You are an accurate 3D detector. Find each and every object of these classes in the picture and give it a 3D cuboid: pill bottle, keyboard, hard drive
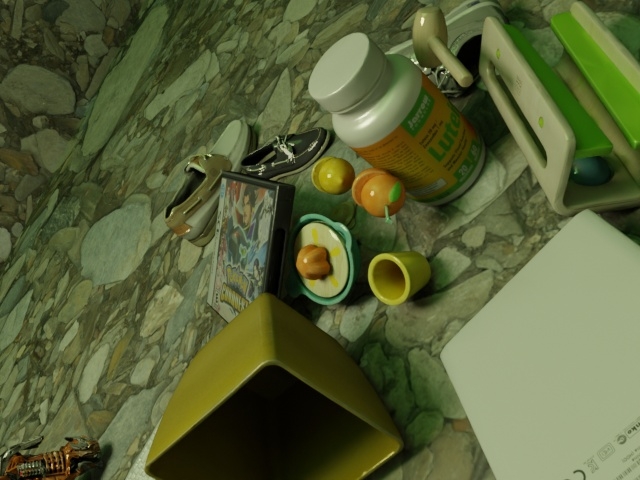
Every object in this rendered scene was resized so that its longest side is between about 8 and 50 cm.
[{"bbox_3d":[0.103,-0.161,0.840,0.136,0.246,0.136,-29,43,32],"label":"pill bottle"},{"bbox_3d":[-0.304,0.404,1.060,0.072,0.014,0.256,21,79,54],"label":"keyboard"},{"bbox_3d":[0.238,0.130,0.533,0.233,0.047,0.353,-49,20,15],"label":"hard drive"}]

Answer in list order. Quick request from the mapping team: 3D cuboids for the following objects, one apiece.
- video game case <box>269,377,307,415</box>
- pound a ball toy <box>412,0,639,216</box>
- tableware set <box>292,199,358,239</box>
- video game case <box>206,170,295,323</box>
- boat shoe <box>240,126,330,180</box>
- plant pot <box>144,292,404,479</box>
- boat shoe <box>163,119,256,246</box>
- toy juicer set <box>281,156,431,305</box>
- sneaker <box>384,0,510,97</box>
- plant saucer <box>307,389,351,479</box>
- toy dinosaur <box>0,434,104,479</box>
[{"bbox_3d":[-0.105,0.218,0.970,0.201,0.023,0.183,-46,37,13],"label":"video game case"},{"bbox_3d":[0.245,-0.166,0.748,0.208,0.135,0.319,-10,45,0],"label":"pound a ball toy"},{"bbox_3d":[0.000,0.000,1.026,0.169,0.020,0.141,-20,49,38],"label":"tableware set"},{"bbox_3d":[-0.123,0.019,1.018,0.275,0.035,0.248,22,105,63],"label":"video game case"},{"bbox_3d":[-0.072,-0.169,1.203,0.206,0.065,0.075,-23,46,36],"label":"boat shoe"},{"bbox_3d":[-0.059,0.194,0.768,0.212,0.212,0.187,-43,27,17],"label":"plant pot"},{"bbox_3d":[-0.234,-0.142,1.335,0.113,0.103,0.302,-4,60,47],"label":"boat shoe"},{"bbox_3d":[-0.005,-0.010,0.898,0.329,0.089,0.209,-7,97,47],"label":"toy juicer set"},{"bbox_3d":[0.170,-0.260,0.962,0.281,0.105,0.115,-39,38,20],"label":"sneaker"},{"bbox_3d":[0.015,0.265,0.800,0.067,0.018,0.192,-25,46,35],"label":"plant saucer"},{"bbox_3d":[-0.542,0.469,1.095,0.322,0.218,0.164,-15,15,-14],"label":"toy dinosaur"}]
